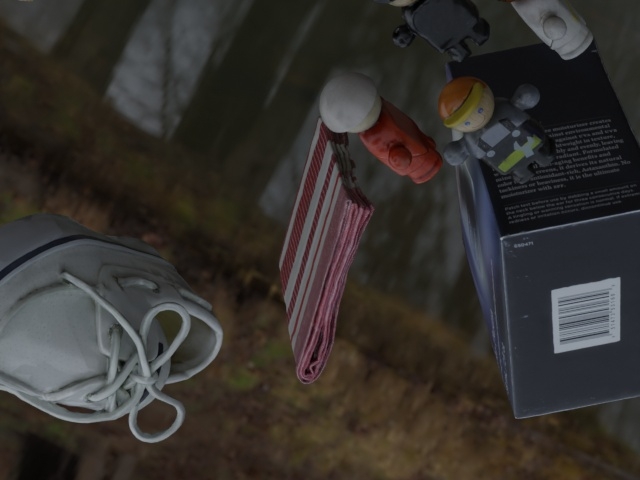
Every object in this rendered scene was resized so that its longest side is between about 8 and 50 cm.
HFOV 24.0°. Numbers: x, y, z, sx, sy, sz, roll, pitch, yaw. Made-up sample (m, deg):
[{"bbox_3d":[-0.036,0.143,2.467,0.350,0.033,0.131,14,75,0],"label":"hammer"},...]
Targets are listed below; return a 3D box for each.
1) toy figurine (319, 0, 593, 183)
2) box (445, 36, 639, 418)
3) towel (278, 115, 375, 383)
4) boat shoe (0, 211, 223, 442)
[{"bbox_3d":[0.122,-0.164,1.370,0.209,0.213,0.148,7,159,48],"label":"toy figurine"},{"bbox_3d":[0.256,-0.015,1.663,0.182,0.294,0.296,-10,134,0],"label":"box"},{"bbox_3d":[0.000,0.000,1.863,0.037,0.237,0.329,13,-159,-11],"label":"towel"},{"bbox_3d":[-0.161,0.081,1.138,0.156,0.136,0.367,37,-174,14],"label":"boat shoe"}]
